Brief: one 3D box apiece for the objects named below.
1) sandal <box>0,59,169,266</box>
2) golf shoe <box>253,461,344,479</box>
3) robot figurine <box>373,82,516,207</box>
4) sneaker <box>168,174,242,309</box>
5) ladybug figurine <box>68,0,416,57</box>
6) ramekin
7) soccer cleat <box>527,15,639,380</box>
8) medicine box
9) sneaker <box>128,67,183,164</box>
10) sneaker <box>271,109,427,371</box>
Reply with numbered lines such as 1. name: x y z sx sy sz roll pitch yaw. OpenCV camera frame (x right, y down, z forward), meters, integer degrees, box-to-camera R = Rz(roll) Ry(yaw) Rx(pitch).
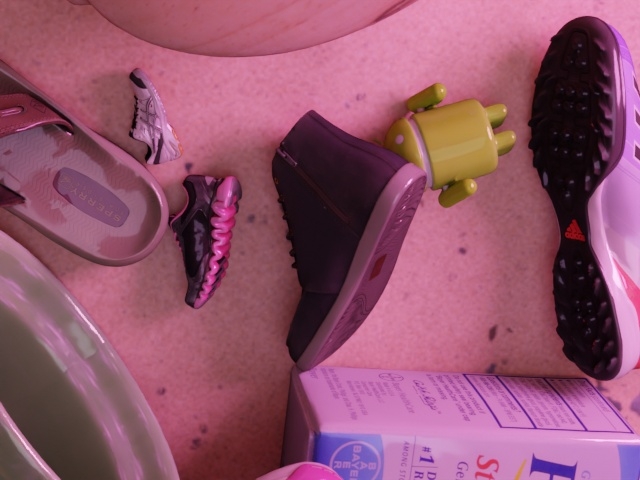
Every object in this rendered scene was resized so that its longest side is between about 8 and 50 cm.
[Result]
1. sandal: -0.252 -0.074 1.273 0.303 0.086 0.120 27 100 -17
2. golf shoe: -0.089 0.261 1.309 0.115 0.140 0.306 34 118 -20
3. robot figurine: 0.105 -0.079 1.348 0.115 0.067 0.101 -16 81 -4
4. sneaker: -0.104 -0.002 1.351 0.057 0.047 0.119 14 103 8
5. ladybug figurine: -0.011 -0.316 1.207 0.449 0.162 0.305 -30 110 -1
6. ramekin: -0.253 0.146 1.233 0.148 0.303 0.303 -35 109 8
7. soccer cleat: 0.259 -0.041 1.382 0.116 0.108 0.318 -16 107 -29
8. medicine box: 0.108 0.261 1.406 0.289 0.149 0.263 4 105 -11
9. sneaker: -0.143 -0.100 1.315 0.037 0.032 0.083 -23 108 -3
10. sneaker: 0.000 0.000 1.358 0.118 0.083 0.222 35 121 18
